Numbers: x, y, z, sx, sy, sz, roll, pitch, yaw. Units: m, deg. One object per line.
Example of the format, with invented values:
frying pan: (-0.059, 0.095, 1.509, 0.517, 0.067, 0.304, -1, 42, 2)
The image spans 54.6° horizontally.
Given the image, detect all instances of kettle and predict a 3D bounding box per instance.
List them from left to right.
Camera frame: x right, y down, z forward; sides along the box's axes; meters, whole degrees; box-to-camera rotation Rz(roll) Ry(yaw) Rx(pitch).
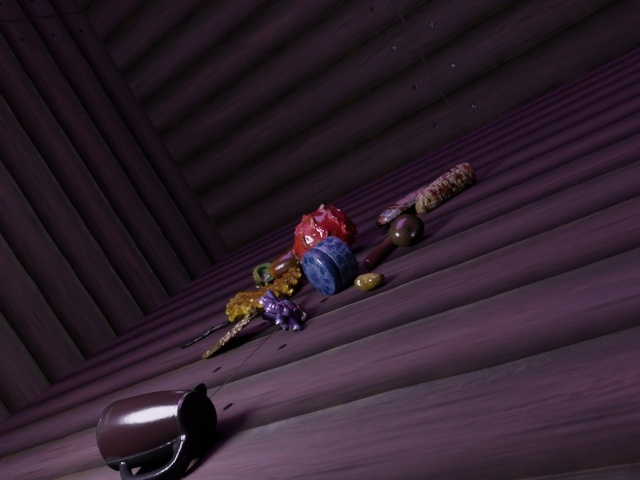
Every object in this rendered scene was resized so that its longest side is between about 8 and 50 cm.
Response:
kettle: (-0.324, 0.383, 1.222, 0.232, 0.144, 0.202, -22, 31, 31)

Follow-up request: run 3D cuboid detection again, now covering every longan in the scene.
longan: (0.250, -0.028, 1.791, 0.113, 0.092, 0.113, -20, 19, 7)

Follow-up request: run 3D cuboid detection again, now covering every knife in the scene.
knife: (-0.414, 0.334, 2.210, 0.222, 0.021, 0.045, -30, 5, 11)

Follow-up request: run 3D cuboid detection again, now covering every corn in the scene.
corn: (0.423, -0.179, 2.118, 0.253, 0.086, 0.086, -33, 9, -12)

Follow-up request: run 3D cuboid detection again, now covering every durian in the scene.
durian: (-0.221, 0.142, 2.506, 0.100, 0.086, 0.215, -8, 18, 34)

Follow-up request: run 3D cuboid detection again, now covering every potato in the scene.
potato: (0.125, 0.107, 1.591, 0.092, 0.046, 0.045, -11, -17, 39)

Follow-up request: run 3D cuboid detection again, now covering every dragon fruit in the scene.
dragon fruit: (0.000, 0.000, 2.146, 0.268, 0.205, 0.210, -34, 33, 24)

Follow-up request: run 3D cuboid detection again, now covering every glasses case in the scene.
glasses case: (0.315, -0.125, 2.225, 0.266, 0.067, 0.103, -32, 7, -16)

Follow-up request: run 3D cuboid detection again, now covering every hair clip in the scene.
hair clip: (-0.117, 0.191, 1.716, 0.090, 0.137, 0.278, -68, 15, -8)

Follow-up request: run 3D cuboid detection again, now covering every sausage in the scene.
sausage: (0.185, 0.031, 1.851, 0.043, 0.043, 0.186, -22, 12, 47)

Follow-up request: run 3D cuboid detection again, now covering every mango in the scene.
mango: (-0.075, 0.061, 2.329, 0.267, 0.111, 0.133, -36, -6, -24)

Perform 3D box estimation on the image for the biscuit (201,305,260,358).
biscuit: (-0.264, 0.278, 1.834, 0.131, 0.026, 0.237, -43, 1, -42)

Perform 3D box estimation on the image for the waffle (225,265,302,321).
waffle: (-0.187, 0.191, 2.125, 0.293, 0.069, 0.260, -27, 11, 7)

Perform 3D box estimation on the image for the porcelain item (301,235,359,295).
porcelain item: (0.024, 0.075, 1.779, 0.114, 0.147, 0.147, -36, 10, -26)
